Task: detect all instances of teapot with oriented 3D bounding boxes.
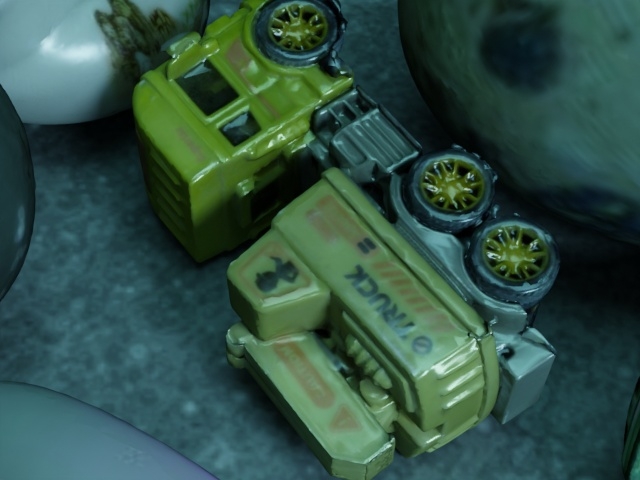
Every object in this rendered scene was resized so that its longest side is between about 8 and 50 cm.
[{"bbox_3d":[-0.166,-0.170,0.850,0.204,0.139,0.298,13,43,2],"label":"teapot"}]

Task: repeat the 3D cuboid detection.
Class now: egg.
[{"bbox_3d":[0.255,-0.154,0.792,0.428,0.345,0.345,-18,56,-10],"label":"egg"}]

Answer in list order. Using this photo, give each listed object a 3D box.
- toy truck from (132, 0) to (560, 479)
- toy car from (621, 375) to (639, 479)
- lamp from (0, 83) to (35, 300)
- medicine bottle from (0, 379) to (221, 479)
[{"bbox_3d":[0.000,0.000,0.763,0.157,0.124,0.272,-32,66,-19],"label":"toy truck"},{"bbox_3d":[0.297,0.076,0.750,0.306,0.136,0.125,-3,38,-11],"label":"toy car"},{"bbox_3d":[-0.299,-0.025,0.686,0.314,0.182,0.182,1,51,-8],"label":"lamp"},{"bbox_3d":[-0.128,0.237,0.451,0.256,0.256,0.325,30,63,14],"label":"medicine bottle"}]
